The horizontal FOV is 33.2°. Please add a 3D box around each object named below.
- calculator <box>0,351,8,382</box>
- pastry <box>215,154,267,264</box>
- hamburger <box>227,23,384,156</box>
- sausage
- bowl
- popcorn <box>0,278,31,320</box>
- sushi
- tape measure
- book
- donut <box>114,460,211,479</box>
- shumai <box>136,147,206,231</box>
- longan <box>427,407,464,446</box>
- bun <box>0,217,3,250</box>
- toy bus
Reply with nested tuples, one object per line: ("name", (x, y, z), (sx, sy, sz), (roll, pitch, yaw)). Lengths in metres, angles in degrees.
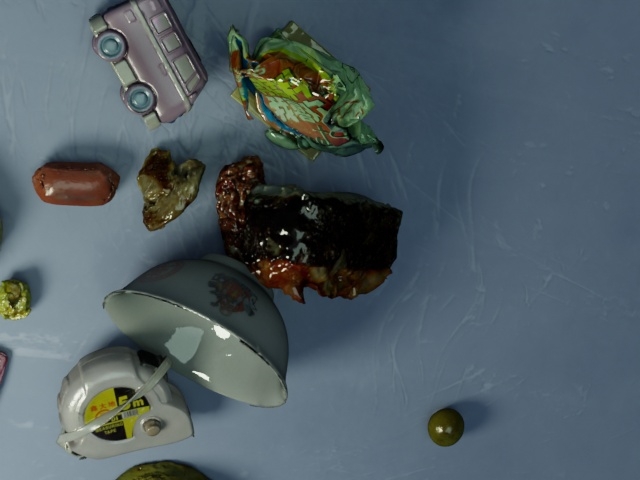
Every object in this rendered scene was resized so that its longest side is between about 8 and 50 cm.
("calculator", (-0.614, 0.262, 1.814), (0.127, 0.034, 0.190), (19, 92, -18))
("pastry", (-0.127, -0.039, 1.842), (0.097, 0.115, 0.208), (-10, 108, -1))
("hamburger", (-0.016, -0.255, 1.762), (0.150, 0.261, 0.276), (-64, 146, -18))
("sausage", (-0.403, -0.093, 1.768), (0.141, 0.076, 0.076), (4, 102, -17))
("bowl", (-0.174, 0.124, 1.791), (0.345, 0.345, 0.157), (39, 62, -20))
("popcorn", (-0.512, 0.102, 1.792), (0.060, 0.068, 0.083), (28, 126, 21))
("sushi", (0.000, 0.000, 1.803), (0.343, 0.196, 0.181), (8, 100, -55))
("tape measure", (-0.346, 0.277, 1.841), (0.236, 0.120, 0.197), (-12, 119, -13))
("book", (-0.032, -0.258, 1.862), (0.192, 0.013, 0.168), (39, 91, -20))
("donut", (-0.280, 0.542, 1.936), (0.272, 0.107, 0.272), (-4, 106, -15))
("shumai", (-0.260, -0.079, 1.790), (0.105, 0.123, 0.139), (17, 111, -8))
("longan", (0.244, 0.360, 2.064), (0.075, 0.075, 0.083), (-59, 151, 3))
("bun", (-0.614, -0.008, 1.694), (0.221, 0.134, 0.220), (-3, 104, -14))
("toy bus", (-0.273, -0.289, 1.720), (0.142, 0.142, 0.202), (-29, 108, -7))
